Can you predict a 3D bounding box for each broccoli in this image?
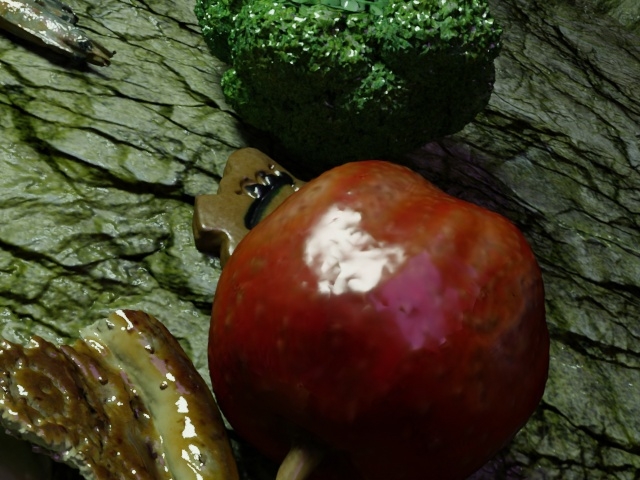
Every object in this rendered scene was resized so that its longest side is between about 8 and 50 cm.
[{"bbox_3d":[0.044,-0.243,1.083,0.413,0.321,0.310,12,61,39],"label":"broccoli"}]

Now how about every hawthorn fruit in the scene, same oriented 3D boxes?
[{"bbox_3d":[0.036,0.102,0.718,0.287,0.287,0.330,34,51,6],"label":"hawthorn fruit"}]

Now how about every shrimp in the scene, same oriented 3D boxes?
[{"bbox_3d":[-0.350,-0.281,1.076,0.223,0.047,0.126,29,26,1],"label":"shrimp"}]

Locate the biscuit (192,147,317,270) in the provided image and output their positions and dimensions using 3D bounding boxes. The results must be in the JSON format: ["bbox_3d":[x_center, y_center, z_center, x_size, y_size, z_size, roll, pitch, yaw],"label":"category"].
[{"bbox_3d":[0.001,-0.001,0.980,0.301,0.043,0.278,10,41,-25],"label":"biscuit"}]

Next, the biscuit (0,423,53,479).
[{"bbox_3d":[-0.284,0.170,0.587,0.187,0.036,0.273,29,35,-1],"label":"biscuit"}]

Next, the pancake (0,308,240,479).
[{"bbox_3d":[-0.159,0.137,0.647,0.244,0.057,0.266,29,22,-39],"label":"pancake"}]
